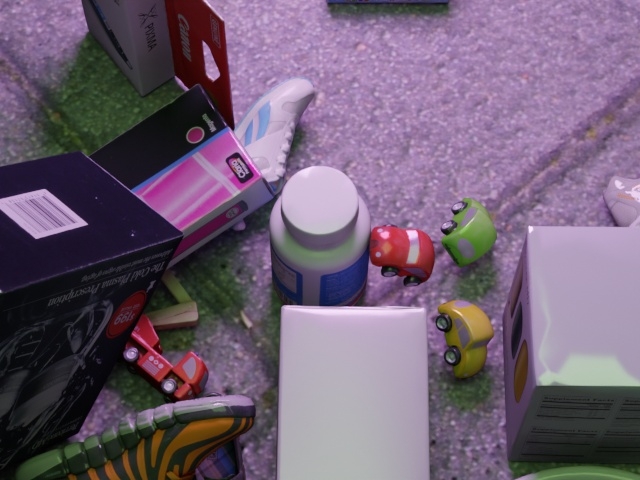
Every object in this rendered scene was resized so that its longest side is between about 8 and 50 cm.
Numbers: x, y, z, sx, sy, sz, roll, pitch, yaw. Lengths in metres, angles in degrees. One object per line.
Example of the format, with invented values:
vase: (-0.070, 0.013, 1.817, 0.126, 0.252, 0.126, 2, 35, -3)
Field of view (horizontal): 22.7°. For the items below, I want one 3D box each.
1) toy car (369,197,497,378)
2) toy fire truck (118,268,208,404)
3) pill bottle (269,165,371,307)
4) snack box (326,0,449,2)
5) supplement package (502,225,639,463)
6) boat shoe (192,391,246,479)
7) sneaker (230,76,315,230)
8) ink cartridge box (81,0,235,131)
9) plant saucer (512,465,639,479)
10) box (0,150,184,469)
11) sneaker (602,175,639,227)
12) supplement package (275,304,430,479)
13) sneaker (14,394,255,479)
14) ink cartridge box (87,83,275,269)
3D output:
toy car: (0.171, 0.023, 1.983, 0.239, 0.053, 0.225, 54, 43, -23)
toy fire truck: (-0.199, 0.105, 1.990, 0.192, 0.047, 0.135, 37, 70, 16)
pill bottle: (0.000, 0.000, 1.945, 0.124, 0.221, 0.124, 0, 65, -1)
snack box: (0.093, -0.434, 2.232, 0.174, 0.070, 0.207, 1, 66, 0)
supplement package: (0.326, 0.126, 1.867, 0.198, 0.263, 0.199, 1, 64, -1)
boat shoe: (-0.121, 0.287, 1.890, 0.080, 0.076, 0.228, -1, 65, -1)
sneaker: (-0.074, -0.113, 2.078, 0.092, 0.087, 0.229, 36, 78, 12)
ink cartridge box: (-0.216, -0.274, 2.029, 0.066, 0.296, 0.261, -35, 70, -15)
plant saucer: (0.305, 0.459, 1.801, 0.400, 0.100, 0.400, 0, 64, -1)
box: (-0.363, 0.093, 1.761, 0.179, 0.312, 0.343, 38, 25, 16)
sneaker: (0.485, -0.089, 2.065, 0.262, 0.099, 0.121, -26, 64, -13)
supplement package: (0.036, 0.241, 1.858, 0.175, 0.177, 0.293, 1, 66, -1)
sneaker: (-0.196, 0.298, 1.837, 0.321, 0.124, 0.180, -25, 73, 23)
ink cartridge box: (-0.256, -0.026, 1.994, 0.371, 0.069, 0.176, -35, 61, -1)
